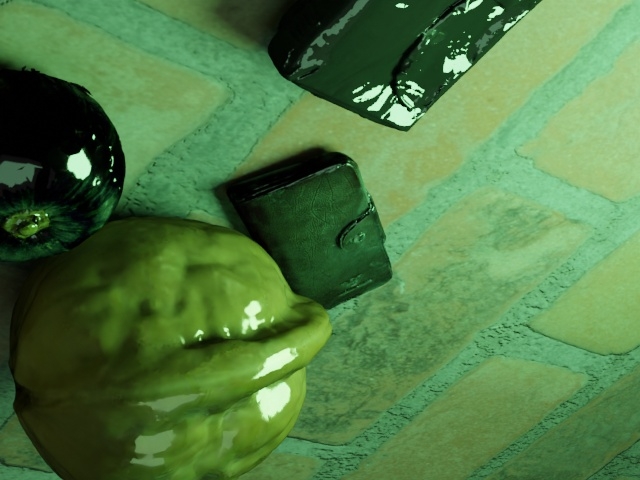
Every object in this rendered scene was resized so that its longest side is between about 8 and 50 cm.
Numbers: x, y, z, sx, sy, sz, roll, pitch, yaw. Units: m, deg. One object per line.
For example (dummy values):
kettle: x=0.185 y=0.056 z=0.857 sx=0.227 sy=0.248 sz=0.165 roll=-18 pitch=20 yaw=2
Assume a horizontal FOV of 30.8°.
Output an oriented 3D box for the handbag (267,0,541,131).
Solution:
handbag: x=0.101 y=-0.251 z=1.282 sx=0.244 sy=0.088 sz=0.275 roll=19 pitch=124 yaw=-44

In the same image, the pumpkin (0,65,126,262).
pumpkin: x=-0.323 y=-0.076 z=1.235 sx=0.233 sy=0.163 sz=0.233 roll=-13 pitch=145 yaw=-9

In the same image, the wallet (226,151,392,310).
wallet: x=0.000 y=0.000 z=1.580 sx=0.172 sy=0.045 sz=0.318 roll=-20 pitch=144 yaw=2

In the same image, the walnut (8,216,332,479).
walnut: x=-0.195 y=0.150 z=1.439 sx=0.383 sy=0.383 sz=0.383 roll=-13 pitch=142 yaw=-10
